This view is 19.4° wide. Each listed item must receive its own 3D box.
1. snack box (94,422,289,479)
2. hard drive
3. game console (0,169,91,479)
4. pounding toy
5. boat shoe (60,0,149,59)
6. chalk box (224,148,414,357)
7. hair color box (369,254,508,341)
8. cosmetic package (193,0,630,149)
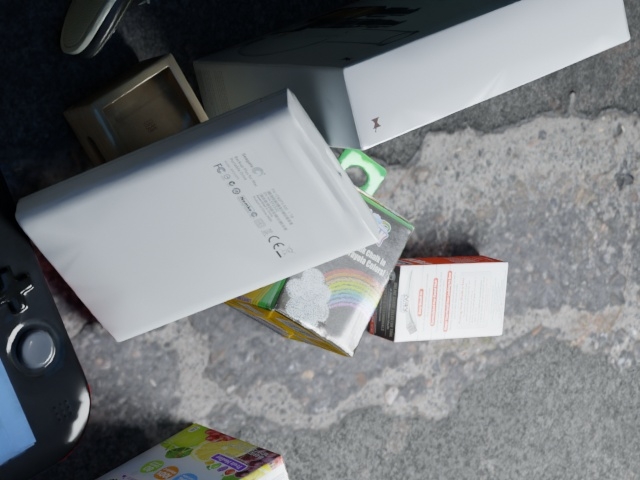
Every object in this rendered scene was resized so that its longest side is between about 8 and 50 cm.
[{"bbox_3d":[-0.159,0.281,1.977,0.207,0.174,0.070,-29,112,-30],"label":"snack box"},{"bbox_3d":[-0.123,-0.020,1.896,0.203,0.308,0.040,55,22,-37],"label":"hard drive"},{"bbox_3d":[-0.429,0.130,1.830,0.387,0.060,0.342,-29,114,-29],"label":"game console"},{"bbox_3d":[-0.191,-0.098,1.954,0.130,0.100,0.141,-36,106,-26],"label":"pounding toy"},{"bbox_3d":[-0.184,-0.276,1.925,0.079,0.084,0.233,40,71,-33],"label":"boat shoe"},{"bbox_3d":[0.000,0.000,2.075,0.132,0.132,0.213,33,77,-34],"label":"chalk box"},{"bbox_3d":[0.142,0.068,2.235,0.167,0.053,0.093,-1,99,-37],"label":"hair color box"},{"bbox_3d":[0.097,-0.204,2.016,0.377,0.284,0.097,-24,111,-31],"label":"cosmetic package"}]
